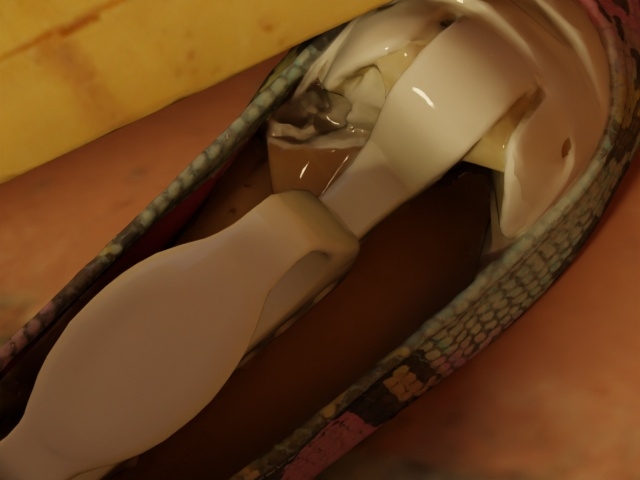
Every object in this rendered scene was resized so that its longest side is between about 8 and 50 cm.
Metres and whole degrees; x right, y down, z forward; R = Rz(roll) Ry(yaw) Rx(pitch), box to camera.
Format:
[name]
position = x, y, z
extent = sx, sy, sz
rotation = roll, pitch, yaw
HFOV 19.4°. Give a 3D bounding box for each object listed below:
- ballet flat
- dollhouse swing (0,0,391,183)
[ballet flat]
position = 0.000, 0.000, 0.371
extent = 0.077, 0.079, 0.221
rotation = 43, 76, 9
[dollhouse swing]
position = -0.093, -0.184, 0.390
extent = 0.346, 0.305, 0.315
rotation = -23, 22, 24
